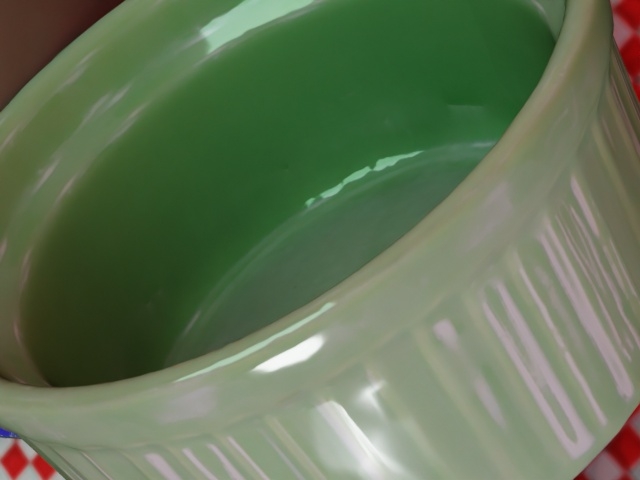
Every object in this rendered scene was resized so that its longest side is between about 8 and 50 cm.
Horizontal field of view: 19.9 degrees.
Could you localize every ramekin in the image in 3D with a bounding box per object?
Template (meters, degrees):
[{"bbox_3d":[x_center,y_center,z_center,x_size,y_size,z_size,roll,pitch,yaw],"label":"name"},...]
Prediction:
[{"bbox_3d":[0.000,0.000,0.743,0.303,0.148,0.303,-23,34,17],"label":"ramekin"}]

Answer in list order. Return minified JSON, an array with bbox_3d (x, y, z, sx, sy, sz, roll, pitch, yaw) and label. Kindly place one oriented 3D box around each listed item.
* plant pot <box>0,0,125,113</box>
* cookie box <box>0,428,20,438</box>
[{"bbox_3d":[-0.219,-0.124,0.897,0.323,0.323,0.280,1,101,32],"label":"plant pot"},{"bbox_3d":[-0.192,0.061,0.990,0.107,0.040,0.092,1,84,32],"label":"cookie box"}]
